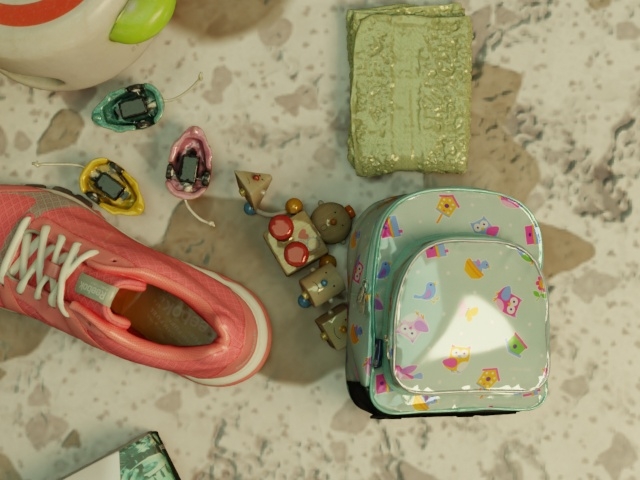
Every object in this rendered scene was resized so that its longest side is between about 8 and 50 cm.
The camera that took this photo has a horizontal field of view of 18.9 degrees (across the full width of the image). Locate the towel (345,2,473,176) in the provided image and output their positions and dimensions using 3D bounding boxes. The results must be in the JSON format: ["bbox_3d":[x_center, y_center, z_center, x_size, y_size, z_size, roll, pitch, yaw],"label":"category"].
[{"bbox_3d":[0.076,-0.128,1.627,0.110,0.027,0.148,-1,86,2],"label":"towel"}]

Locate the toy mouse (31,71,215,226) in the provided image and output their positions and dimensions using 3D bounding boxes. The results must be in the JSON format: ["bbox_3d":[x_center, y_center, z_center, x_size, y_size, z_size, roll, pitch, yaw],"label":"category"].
[{"bbox_3d":[-0.139,-0.083,1.634,0.161,0.031,0.143,32,90,4],"label":"toy mouse"}]

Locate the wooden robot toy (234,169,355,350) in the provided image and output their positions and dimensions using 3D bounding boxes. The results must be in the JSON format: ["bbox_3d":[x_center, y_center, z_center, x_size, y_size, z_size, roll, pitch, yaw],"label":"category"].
[{"bbox_3d":[0.000,0.000,1.607,0.079,0.076,0.173,-30,86,-9],"label":"wooden robot toy"}]

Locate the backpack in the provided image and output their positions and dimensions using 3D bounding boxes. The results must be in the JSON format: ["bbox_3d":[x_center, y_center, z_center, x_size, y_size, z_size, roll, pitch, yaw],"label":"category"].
[{"bbox_3d":[0.104,0.047,1.555,0.165,0.144,0.188,0,81,-12],"label":"backpack"}]

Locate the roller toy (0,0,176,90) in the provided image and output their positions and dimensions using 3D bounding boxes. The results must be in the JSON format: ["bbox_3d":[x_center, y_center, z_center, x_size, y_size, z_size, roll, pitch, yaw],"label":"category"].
[{"bbox_3d":[-0.224,-0.228,1.589,0.191,0.146,0.209,-22,77,5],"label":"roller toy"}]

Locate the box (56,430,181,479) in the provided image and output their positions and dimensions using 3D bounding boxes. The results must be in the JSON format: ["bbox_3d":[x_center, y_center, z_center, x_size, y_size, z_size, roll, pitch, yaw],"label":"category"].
[{"bbox_3d":[-0.169,0.354,1.604,0.232,0.058,0.322,-28,87,2],"label":"box"}]

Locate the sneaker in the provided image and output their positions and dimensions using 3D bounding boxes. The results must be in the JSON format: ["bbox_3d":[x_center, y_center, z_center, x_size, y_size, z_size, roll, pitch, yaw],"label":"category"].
[{"bbox_3d":[-0.189,0.027,1.580,0.313,0.136,0.116,21,89,4],"label":"sneaker"}]
